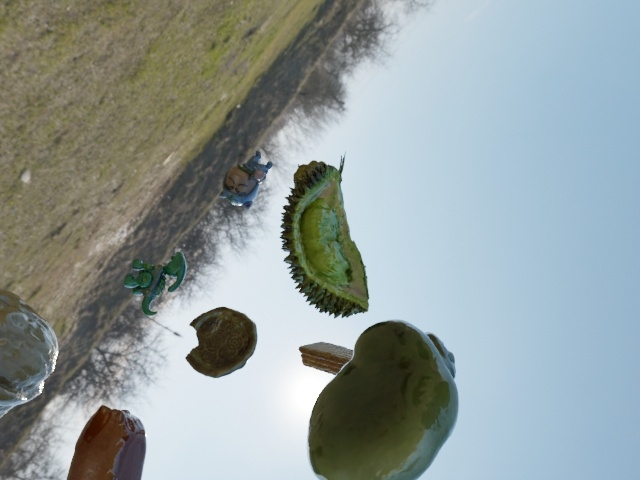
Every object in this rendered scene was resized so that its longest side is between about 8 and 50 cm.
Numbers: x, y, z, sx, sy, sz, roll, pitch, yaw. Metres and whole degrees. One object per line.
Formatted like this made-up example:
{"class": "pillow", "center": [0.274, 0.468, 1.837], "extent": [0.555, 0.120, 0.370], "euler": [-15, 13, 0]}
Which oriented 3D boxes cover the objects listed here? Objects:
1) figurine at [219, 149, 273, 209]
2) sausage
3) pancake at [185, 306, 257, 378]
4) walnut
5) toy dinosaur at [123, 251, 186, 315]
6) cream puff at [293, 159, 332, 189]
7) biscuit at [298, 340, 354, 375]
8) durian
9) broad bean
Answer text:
{"class": "figurine", "center": [-0.203, -0.184, 1.144], "extent": [0.178, 0.114, 0.144], "euler": [-58, -176, -29]}
{"class": "sausage", "center": [-0.335, 0.424, 0.599], "extent": [0.097, 0.094, 0.348], "euler": [5, -101, 30]}
{"class": "pancake", "center": [-0.293, 0.295, 1.218], "extent": [0.029, 0.212, 0.235], "euler": [97, -18, -46]}
{"class": "walnut", "center": [-0.509, 0.160, 0.586], "extent": [0.198, 0.245, 0.198], "euler": [-25, -145, 19]}
{"class": "toy dinosaur", "center": [-0.306, 0.078, 0.766], "extent": [0.059, 0.096, 0.132], "euler": [85, 10, -60]}
{"class": "cream puff", "center": [-0.016, -0.182, 1.345], "extent": [0.156, 0.156, 0.121], "euler": [-54, -176, -12]}
{"class": "biscuit", "center": [0.065, 0.311, 1.044], "extent": [0.379, 0.094, 0.054], "euler": [-11, -97, 58]}
{"class": "durian", "center": [0.000, 0.000, 0.867], "extent": [0.158, 0.169, 0.351], "euler": [89, -8, -69]}
{"class": "broad bean", "center": [0.076, 0.180, 0.459], "extent": [0.169, 0.100, 0.228], "euler": [-8, -154, 50]}
